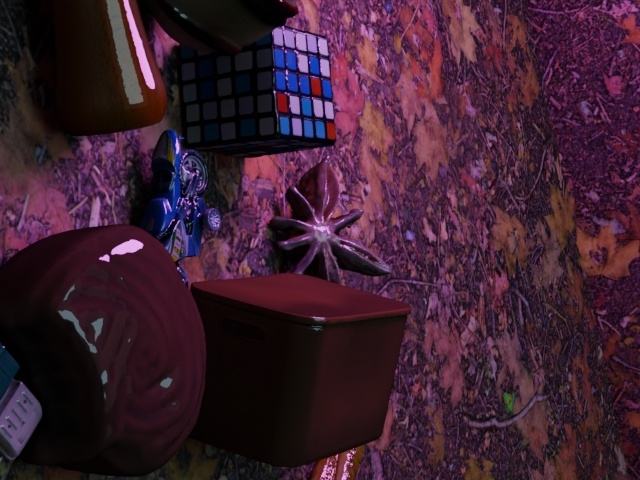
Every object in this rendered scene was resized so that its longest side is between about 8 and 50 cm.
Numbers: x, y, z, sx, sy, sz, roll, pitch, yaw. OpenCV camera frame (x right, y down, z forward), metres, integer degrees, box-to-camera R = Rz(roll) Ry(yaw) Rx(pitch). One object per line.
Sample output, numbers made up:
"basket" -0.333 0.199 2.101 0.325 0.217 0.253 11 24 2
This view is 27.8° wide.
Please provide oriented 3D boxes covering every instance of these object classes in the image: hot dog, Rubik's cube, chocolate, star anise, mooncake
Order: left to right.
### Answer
"mooncake" -0.290 0.138 1.685 0.334 0.174 0.326 26 65 -56
"chocolate" -0.141 -0.386 1.878 0.283 0.283 0.186 15 42 -57
"Rubik's cube" -0.100 -0.235 2.061 0.182 0.187 0.184 1 85 -59
"star anise" 0.002 0.005 2.251 0.198 0.110 0.258 -31 96 -31
"hot dog" 0.010 0.449 2.209 0.068 0.083 0.289 79 25 -45

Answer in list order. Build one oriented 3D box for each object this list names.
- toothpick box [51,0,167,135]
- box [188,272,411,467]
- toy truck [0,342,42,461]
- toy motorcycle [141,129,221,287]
"toothpick box" -0.302 -0.297 1.749 0.192 0.192 0.294 -30 116 -57
"box" -0.039 0.191 1.982 0.339 0.239 0.229 -4 104 -60
"toy truck" -0.429 0.154 1.500 0.253 0.124 0.114 58 41 -32
"toy motorcycle" -0.223 -0.033 1.904 0.135 0.092 0.255 33 58 -51
